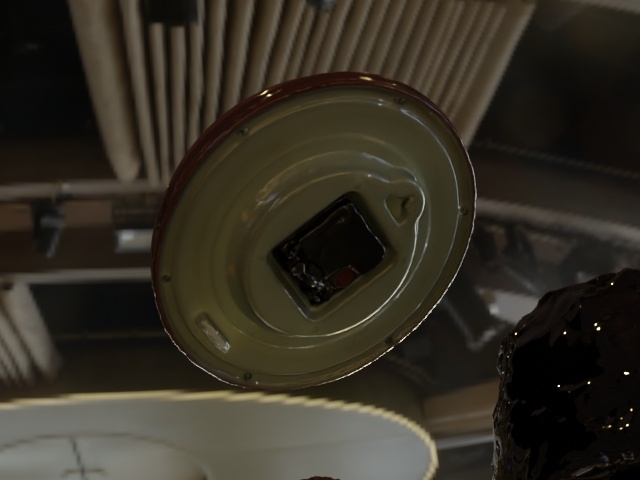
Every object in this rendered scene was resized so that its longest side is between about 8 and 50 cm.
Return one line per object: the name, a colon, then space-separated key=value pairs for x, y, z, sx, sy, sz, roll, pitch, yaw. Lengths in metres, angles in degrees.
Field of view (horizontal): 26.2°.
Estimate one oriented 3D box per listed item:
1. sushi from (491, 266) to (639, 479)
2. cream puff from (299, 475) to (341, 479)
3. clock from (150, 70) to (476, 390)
sushi: x=0.294 y=0.204 z=1.255 sx=0.281 sy=0.294 sz=0.299 roll=3 pitch=-49 yaw=10
cream puff: x=-0.002 y=0.460 z=1.726 sx=0.303 sy=0.212 sz=0.303 roll=-38 pitch=-36 yaw=-35
clock: x=0.000 y=0.000 z=1.236 sx=0.319 sy=0.080 sz=0.318 roll=-12 pitch=-57 yaw=-19
